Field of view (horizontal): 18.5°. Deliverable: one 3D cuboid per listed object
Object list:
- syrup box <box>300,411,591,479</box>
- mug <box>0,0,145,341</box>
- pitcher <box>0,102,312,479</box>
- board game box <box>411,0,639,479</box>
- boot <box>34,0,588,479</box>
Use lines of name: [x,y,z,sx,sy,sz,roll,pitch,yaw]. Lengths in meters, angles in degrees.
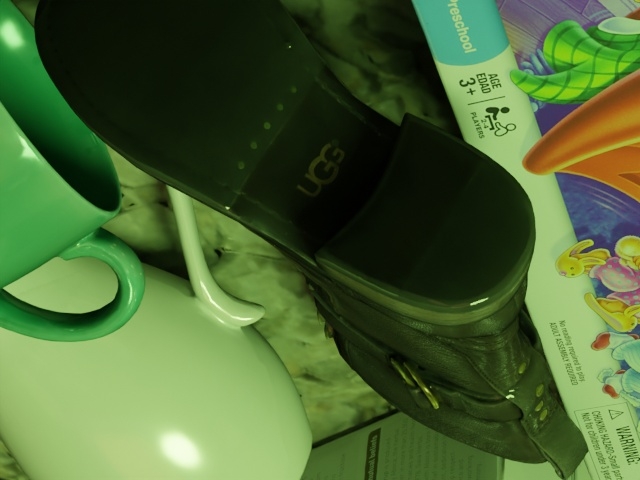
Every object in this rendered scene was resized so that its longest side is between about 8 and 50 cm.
syrup box: [0.024,0.166,1.038,0.237,0.096,0.093,-26,127,28]
mug: [-0.151,-0.028,0.793,0.097,0.158,0.129,-32,159,9]
pitcher: [-0.089,0.044,0.916,0.207,0.125,0.178,40,111,-18]
board game box: [0.197,-0.025,0.837,0.233,0.078,0.347,-11,134,16]
boot: [0.000,0.000,0.846,0.263,0.091,0.229,38,168,20]
